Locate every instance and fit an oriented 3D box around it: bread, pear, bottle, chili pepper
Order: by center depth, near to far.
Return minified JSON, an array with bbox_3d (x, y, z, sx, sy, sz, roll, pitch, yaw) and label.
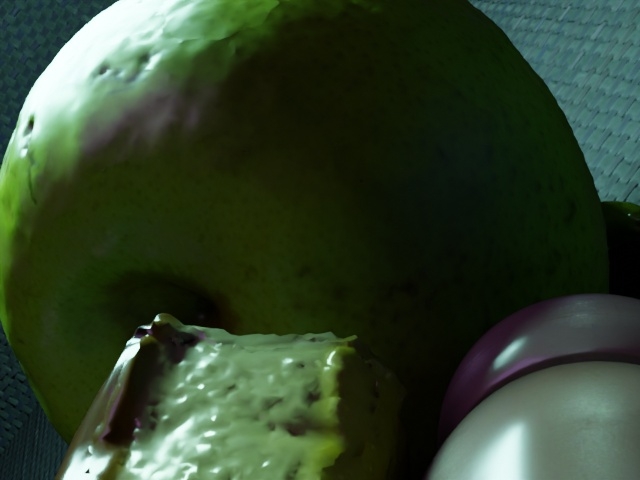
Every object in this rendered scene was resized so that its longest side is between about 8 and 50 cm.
[{"bbox_3d":[0.106,0.158,0.511,0.297,0.173,0.206,-81,7,-58],"label":"bottle"},{"bbox_3d":[-0.043,0.247,0.544,0.333,0.143,0.323,-74,-17,-53],"label":"bread"},{"bbox_3d":[0.000,0.000,0.807,0.391,0.391,0.391,-49,16,19],"label":"pear"},{"bbox_3d":[0.180,-0.011,0.896,0.049,0.043,0.208,-31,17,-10],"label":"chili pepper"}]
